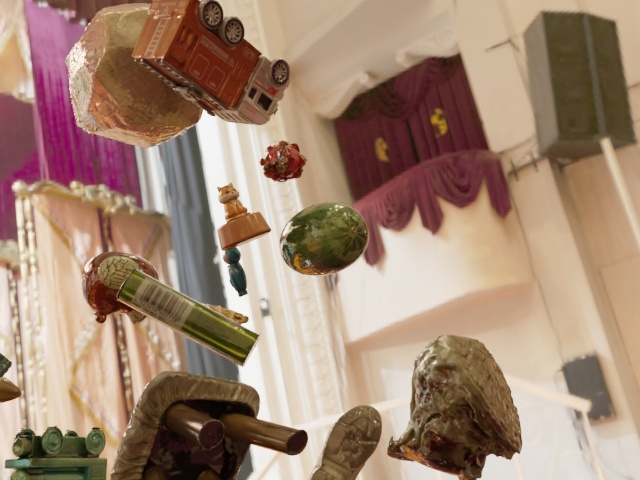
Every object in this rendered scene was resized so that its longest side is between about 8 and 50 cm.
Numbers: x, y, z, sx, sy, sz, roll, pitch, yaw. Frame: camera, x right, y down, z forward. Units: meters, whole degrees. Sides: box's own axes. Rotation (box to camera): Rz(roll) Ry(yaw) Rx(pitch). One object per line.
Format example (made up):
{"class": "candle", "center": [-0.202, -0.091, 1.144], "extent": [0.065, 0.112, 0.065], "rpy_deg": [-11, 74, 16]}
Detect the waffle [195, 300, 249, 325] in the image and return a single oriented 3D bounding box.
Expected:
{"class": "waffle", "center": [-0.381, 0.242, 2.536], "extent": [0.291, 0.051, 0.291], "rpy_deg": [10, 5, -1]}

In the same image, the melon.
{"class": "melon", "center": [0.000, 0.000, 1.932], "extent": [0.182, 0.182, 0.288], "rpy_deg": [4, -14, -40]}

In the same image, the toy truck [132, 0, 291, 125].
{"class": "toy truck", "center": [-0.257, -0.420, 1.883], "extent": [0.173, 0.207, 0.387], "rpy_deg": [13, -13, 42]}

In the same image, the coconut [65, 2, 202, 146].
{"class": "coconut", "center": [-0.477, -0.454, 2.104], "extent": [0.405, 0.404, 0.404], "rpy_deg": [-11, -19, -4]}

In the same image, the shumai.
{"class": "shumai", "center": [0.255, 0.376, 1.666], "extent": [0.288, 0.292, 0.330], "rpy_deg": [-27, -56, 22]}

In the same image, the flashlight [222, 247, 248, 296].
{"class": "flashlight", "center": [-0.213, 0.080, 1.976], "extent": [0.051, 0.129, 0.051], "rpy_deg": [-19, -4, -1]}

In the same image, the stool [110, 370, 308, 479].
{"class": "stool", "center": [-0.220, 0.448, 1.551], "extent": [0.310, 0.310, 0.226], "rpy_deg": [19, -1, -43]}

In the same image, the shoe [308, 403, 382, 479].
{"class": "shoe", "center": [0.052, 0.612, 2.139], "extent": [0.132, 0.342, 0.210], "rpy_deg": [29, -15, 6]}

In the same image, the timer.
{"class": "timer", "center": [-0.208, -0.067, 1.889], "extent": [0.132, 0.152, 0.132], "rpy_deg": [-22, -1, 0]}

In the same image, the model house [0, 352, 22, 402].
{"class": "model house", "center": [-0.831, 0.367, 1.821], "extent": [0.291, 0.184, 0.253], "rpy_deg": [4, 27, 17]}

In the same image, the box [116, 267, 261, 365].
{"class": "box", "center": [-0.316, 0.184, 1.866], "extent": [0.345, 0.097, 0.134], "rpy_deg": [28, -12, 2]}

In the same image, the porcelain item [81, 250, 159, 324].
{"class": "porcelain item", "center": [-0.637, 0.161, 2.428], "extent": [0.253, 0.253, 0.253], "rpy_deg": [-11, -19, -4]}

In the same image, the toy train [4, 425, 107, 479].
{"class": "toy train", "center": [-0.666, 0.574, 1.969], "extent": [0.120, 0.194, 0.298], "rpy_deg": [-9, -18, 24]}

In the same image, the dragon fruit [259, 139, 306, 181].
{"class": "dragon fruit", "center": [-0.132, -0.252, 2.538], "extent": [0.208, 0.133, 0.150], "rpy_deg": [-34, -27, -59]}
